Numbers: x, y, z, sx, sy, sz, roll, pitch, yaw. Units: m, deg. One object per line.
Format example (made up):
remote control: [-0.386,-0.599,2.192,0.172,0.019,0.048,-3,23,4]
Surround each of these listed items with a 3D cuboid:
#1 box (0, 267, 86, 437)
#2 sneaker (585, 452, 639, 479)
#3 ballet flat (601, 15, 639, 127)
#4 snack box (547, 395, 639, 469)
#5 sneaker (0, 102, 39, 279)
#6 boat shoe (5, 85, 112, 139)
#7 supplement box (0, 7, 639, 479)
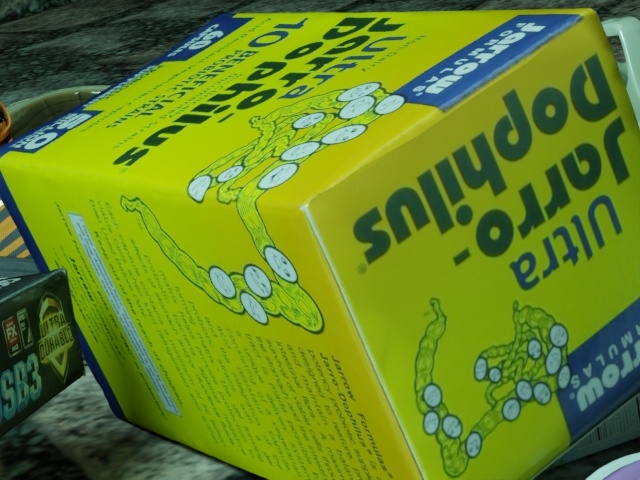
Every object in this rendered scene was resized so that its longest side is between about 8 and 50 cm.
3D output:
box: [-0.293,0.085,0.832,0.293,0.073,0.295,-11,6,9]
sneaker: [0.083,0.209,0.479,0.114,0.152,0.305,15,47,18]
ballet flat: [0.255,-0.102,1.333,0.147,0.147,0.409,-19,19,-27]
snack box: [0.135,0.077,0.980,0.100,0.037,0.141,-15,18,-17]
sneaker: [-0.228,-0.053,1.385,0.321,0.180,0.124,-9,17,6]
boat shoe: [-0.262,-0.094,1.683,0.302,0.109,0.098,-12,17,14]
supplement box: [0.000,0.000,0.958,0.194,0.195,0.356,-35,24,-26]
